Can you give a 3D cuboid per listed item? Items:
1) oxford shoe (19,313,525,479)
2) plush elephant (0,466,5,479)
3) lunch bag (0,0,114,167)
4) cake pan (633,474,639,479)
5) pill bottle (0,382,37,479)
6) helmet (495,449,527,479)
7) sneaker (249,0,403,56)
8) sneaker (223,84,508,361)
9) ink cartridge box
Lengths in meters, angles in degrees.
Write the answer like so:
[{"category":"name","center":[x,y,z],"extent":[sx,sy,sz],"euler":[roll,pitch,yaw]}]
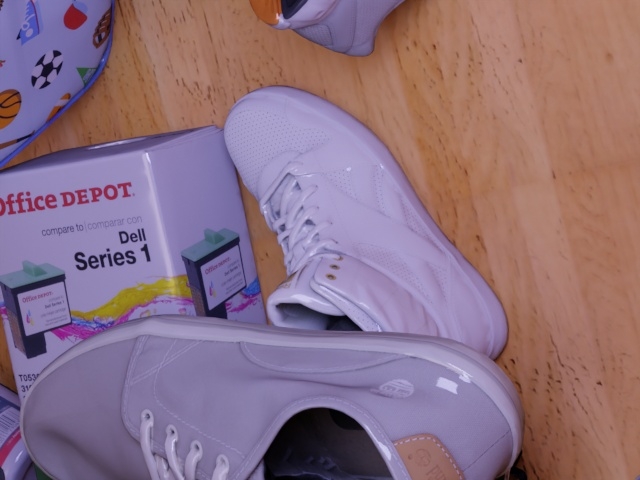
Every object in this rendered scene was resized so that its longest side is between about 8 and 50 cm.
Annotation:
[{"category":"oxford shoe","center":[-0.067,0.149,1.342],"extent":[0.449,0.130,0.169],"euler":[-3,125,37]},{"category":"plush elephant","center":[-0.291,0.312,1.509],"extent":[0.272,0.330,0.255],"euler":[34,151,38]},{"category":"lunch bag","center":[-0.276,-0.192,1.442],"extent":[0.115,0.243,0.303],"euler":[33,150,23]},{"category":"cake pan","center":[0.317,0.291,1.335],"extent":[0.293,0.054,0.293],"euler":[8,106,31]},{"category":"pill bottle","center":[-0.318,0.177,1.687],"extent":[0.180,0.108,0.108],"euler":[26,114,26]},{"category":"helmet","center":[0.079,0.227,1.419],"extent":[0.161,0.169,0.169],"euler":[-6,98,17]},{"category":"sneaker","center":[0.056,-0.254,1.356],"extent":[0.262,0.121,0.099],"euler":[-54,48,7]},{"category":"sneaker","center":[0.000,0.000,1.401],"extent":[0.292,0.169,0.108],"euler":[46,124,16]},{"category":"ink cartridge box","center":[-0.159,0.058,1.548],"extent":[0.201,0.117,0.278],"euler":[-7,98,34]}]
